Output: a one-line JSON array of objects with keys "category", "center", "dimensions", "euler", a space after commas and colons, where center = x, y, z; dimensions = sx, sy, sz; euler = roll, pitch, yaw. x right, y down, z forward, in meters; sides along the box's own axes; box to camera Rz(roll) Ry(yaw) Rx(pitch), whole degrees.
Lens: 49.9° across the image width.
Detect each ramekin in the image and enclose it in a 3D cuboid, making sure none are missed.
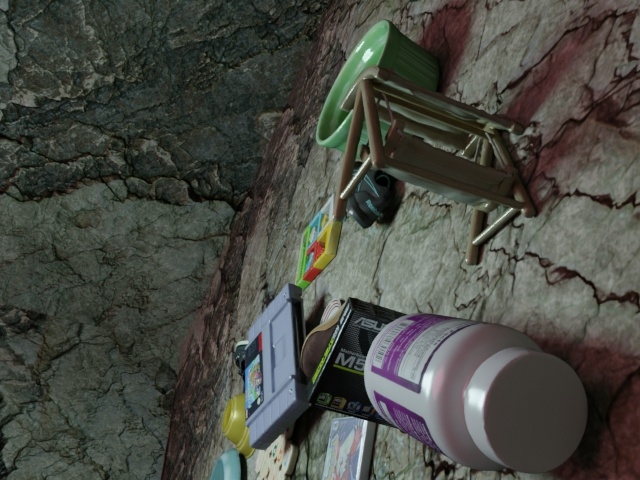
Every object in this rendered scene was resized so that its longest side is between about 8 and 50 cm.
[{"category": "ramekin", "center": [0.128, -0.314, 1.516], "dimensions": [0.303, 0.148, 0.303], "euler": [-55, 19, 29]}]

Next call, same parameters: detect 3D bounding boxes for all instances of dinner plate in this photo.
[{"category": "dinner plate", "center": [0.025, 0.206, 1.625], "dimensions": [0.141, 0.017, 0.141], "euler": [-164, 90, -75]}]

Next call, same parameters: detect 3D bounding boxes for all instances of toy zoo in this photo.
[{"category": "toy zoo", "center": [0.000, 0.000, 1.903], "dimensions": [0.293, 0.030, 0.192], "euler": [130, 152, -56]}]

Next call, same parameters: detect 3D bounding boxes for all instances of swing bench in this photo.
[{"category": "swing bench", "center": [0.168, -0.134, 1.055], "dimensions": [0.165, 0.253, 0.254], "euler": [128, 154, -52]}]

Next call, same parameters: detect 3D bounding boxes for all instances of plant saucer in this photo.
[{"category": "plant saucer", "center": [-0.297, 0.777, 2.033], "dimensions": [0.317, 0.044, 0.317], "euler": [-169, 90, -73]}]

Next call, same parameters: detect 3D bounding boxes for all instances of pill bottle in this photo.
[{"category": "pill bottle", "center": [0.179, 0.181, 0.843], "dimensions": [0.301, 0.169, 0.169], "euler": [175, 111, -73]}]

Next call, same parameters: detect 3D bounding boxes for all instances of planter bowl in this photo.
[{"category": "planter bowl", "center": [-0.236, 0.529, 2.047], "dimensions": [0.217, 0.090, 0.217], "euler": [-162, 90, -74]}]

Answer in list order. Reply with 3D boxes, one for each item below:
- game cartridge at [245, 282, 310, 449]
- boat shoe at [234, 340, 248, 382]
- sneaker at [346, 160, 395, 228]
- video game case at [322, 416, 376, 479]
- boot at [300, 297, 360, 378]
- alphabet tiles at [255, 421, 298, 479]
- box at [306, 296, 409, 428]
[{"category": "game cartridge", "center": [-0.113, 0.304, 1.688], "dimensions": [0.230, 0.068, 0.355], "euler": [-47, 32, 31]}, {"category": "boat shoe", "center": [-0.182, 0.360, 1.975], "dimensions": [0.340, 0.127, 0.113], "euler": [-26, 37, 57]}, {"category": "sneaker", "center": [0.116, -0.121, 1.567], "dimensions": [0.106, 0.101, 0.267], "euler": [-39, 24, 18]}, {"category": "video game case", "center": [0.046, 0.436, 1.299], "dimensions": [0.183, 0.023, 0.201], "euler": [142, 142, -64]}, {"category": "boot", "center": [0.026, 0.257, 1.426], "dimensions": [0.248, 0.090, 0.206], "euler": [-59, 18, 31]}, {"category": "alphabet tiles", "center": [-0.113, 0.550, 1.730], "dimensions": [0.284, 0.021, 0.277], "euler": [177, 110, -73]}, {"category": "box", "center": [0.097, 0.196, 1.065], "dimensions": [0.045, 0.191, 0.184], "euler": [-100, 31, -63]}]
